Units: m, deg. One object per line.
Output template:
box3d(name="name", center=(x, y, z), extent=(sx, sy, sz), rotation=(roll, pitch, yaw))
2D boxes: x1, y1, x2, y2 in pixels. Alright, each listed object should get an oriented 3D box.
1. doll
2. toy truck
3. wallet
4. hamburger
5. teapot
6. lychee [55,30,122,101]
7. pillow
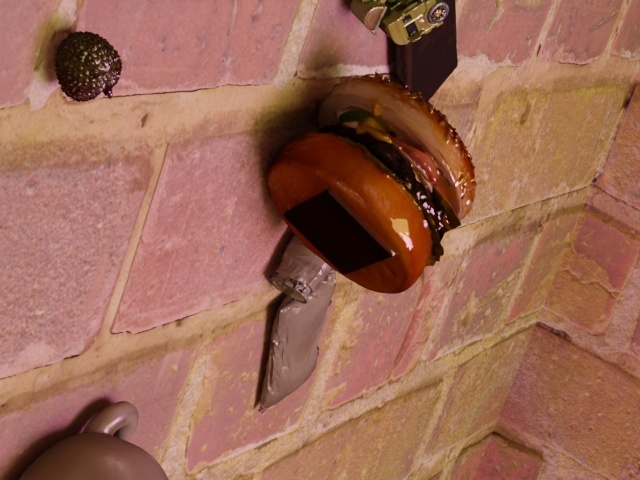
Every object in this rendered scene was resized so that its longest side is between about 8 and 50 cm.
box3d(name="doll", center=(-0.238, 0.392, 1.770), extent=(0.226, 0.370, 0.215), rotation=(-36, 154, -8))
box3d(name="toy truck", center=(0.093, -0.349, 1.950), extent=(0.116, 0.085, 0.191), rotation=(-36, 143, -5))
box3d(name="wallet", center=(0.160, -0.332, 2.188), extent=(0.165, 0.042, 0.309), rotation=(-51, 154, -28))
box3d(name="hamburger", center=(0.080, -0.086, 1.997), extent=(0.225, 0.291, 0.291), rotation=(-47, 152, -24))
box3d(name="teapot", center=(0.000, 0.000, 2.169), extent=(0.200, 0.077, 0.107), rotation=(-57, 176, -14))
box3d(name="lychee", center=(-0.239, -0.176, 1.466), extent=(0.067, 0.068, 0.083), rotation=(-45, 126, -30))
box3d(name="pillow", center=(-0.037, 0.160, 2.290), extent=(0.148, 0.050, 0.230), rotation=(-31, 141, -41))
